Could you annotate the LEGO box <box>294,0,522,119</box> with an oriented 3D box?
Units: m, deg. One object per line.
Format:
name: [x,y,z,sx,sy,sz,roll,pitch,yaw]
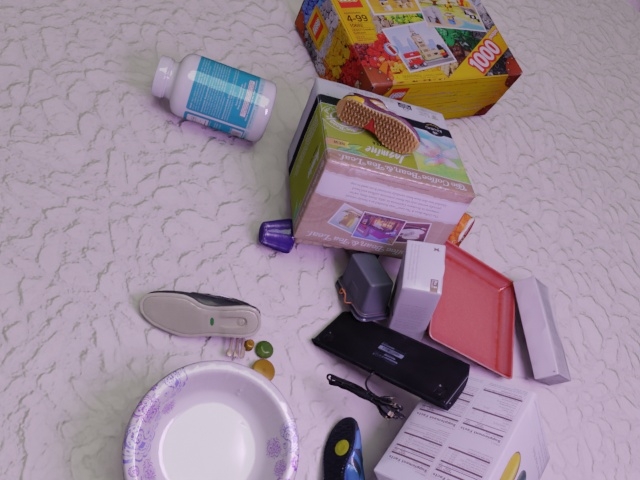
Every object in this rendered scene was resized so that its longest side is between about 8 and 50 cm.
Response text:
LEGO box: [0.238,-0.522,1.691,0.500,0.193,0.373,-13,69,-28]

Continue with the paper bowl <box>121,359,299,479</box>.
paper bowl: [-0.188,0.353,1.048,0.284,0.148,0.284,6,69,-16]

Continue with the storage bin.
storage bin: [0.094,0.092,1.329,0.098,0.091,0.135,-5,40,-25]

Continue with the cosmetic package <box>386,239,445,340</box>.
cosmetic package: [0.197,0.109,1.300,0.085,0.231,0.117,9,57,5]

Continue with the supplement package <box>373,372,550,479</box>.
supplement package: [0.270,0.413,1.147,0.263,0.198,0.199,-46,128,-34]

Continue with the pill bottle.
pill bottle: [-0.242,-0.331,1.412,0.264,0.146,0.146,17,58,-14]

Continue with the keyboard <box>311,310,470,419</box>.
keyboard: [0.116,0.250,1.214,0.317,0.033,0.201,20,41,35]

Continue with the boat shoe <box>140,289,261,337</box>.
boat shoe: [-0.232,0.141,1.214,0.233,0.079,0.084,9,102,-7]

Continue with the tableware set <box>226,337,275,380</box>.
tableware set: [-0.140,0.262,1.209,0.104,0.024,0.154,15,57,-19]

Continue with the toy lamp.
toy lamp: [0.000,0.000,1.377,0.274,0.080,0.080,8,61,-19]

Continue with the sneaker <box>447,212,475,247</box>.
sneaker: [0.320,-0.009,1.538,0.067,0.064,0.175,28,48,17]

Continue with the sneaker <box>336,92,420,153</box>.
sneaker: [0.127,-0.247,1.257,0.185,0.070,0.084,32,40,5]

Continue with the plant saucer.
plant saucer: [0.341,0.159,1.424,0.259,0.047,0.259,29,55,-23]

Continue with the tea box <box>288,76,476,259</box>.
tea box: [0.117,-0.153,1.376,0.328,0.220,0.324,11,42,-17]

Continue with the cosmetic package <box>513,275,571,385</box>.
cosmetic package: [0.522,0.213,1.471,0.099,0.060,0.239,31,47,-48]

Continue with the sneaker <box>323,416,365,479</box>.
sneaker: [0.053,0.443,1.175,0.082,0.069,0.209,44,38,-36]
